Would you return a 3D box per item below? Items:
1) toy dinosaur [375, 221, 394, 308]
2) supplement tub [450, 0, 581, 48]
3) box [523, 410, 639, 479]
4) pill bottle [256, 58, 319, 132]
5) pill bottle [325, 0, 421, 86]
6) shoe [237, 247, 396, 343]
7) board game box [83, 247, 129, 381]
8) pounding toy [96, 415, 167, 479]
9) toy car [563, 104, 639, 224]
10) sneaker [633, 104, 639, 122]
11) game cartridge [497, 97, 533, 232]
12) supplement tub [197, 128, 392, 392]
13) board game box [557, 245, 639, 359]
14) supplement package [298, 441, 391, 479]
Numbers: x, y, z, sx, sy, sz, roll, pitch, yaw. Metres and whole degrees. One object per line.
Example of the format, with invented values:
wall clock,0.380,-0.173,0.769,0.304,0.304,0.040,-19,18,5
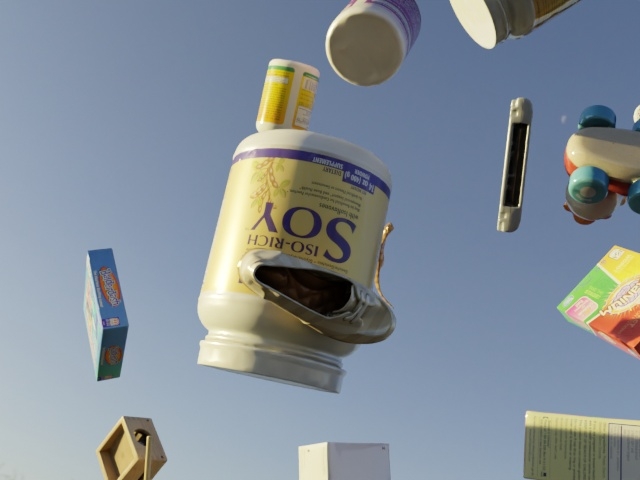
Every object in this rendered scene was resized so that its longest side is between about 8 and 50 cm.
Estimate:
toy dinosaur,0.139,0.058,1.816,0.064,0.211,0.112,1,6,-27
supplement tub,0.291,-0.372,1.001,0.199,0.144,0.144,-33,-37,-1
box,0.503,0.382,1.281,0.243,0.117,0.213,0,-18,27
pill bottle,-0.078,-0.289,1.613,0.117,0.208,0.117,12,3,-1
pill bottle,0.128,-0.463,1.573,0.169,0.301,0.169,9,-56,14
shoe,0.002,0.073,0.875,0.219,0.076,0.058,24,-9,-17
board game box,-0.392,0.138,1.306,0.047,0.160,0.210,-7,-31,-25
pounding toy,-0.402,0.505,1.644,0.094,0.206,0.181,21,-66,-45
toy car,0.594,-0.112,1.483,0.210,0.219,0.238,13,-36,12
sneaker,0.841,-0.254,1.640,0.268,0.101,0.153,6,-9,9
game cartridge,0.450,-0.167,1.669,0.062,0.297,0.198,7,3,18
supplement tub,-0.039,0.034,1.033,0.241,0.331,0.241,11,-13,3
board game box,0.786,0.150,1.830,0.064,0.242,0.316,44,-2,-19
supplement package,0.066,0.663,1.867,0.204,0.262,0.145,11,-25,-31
